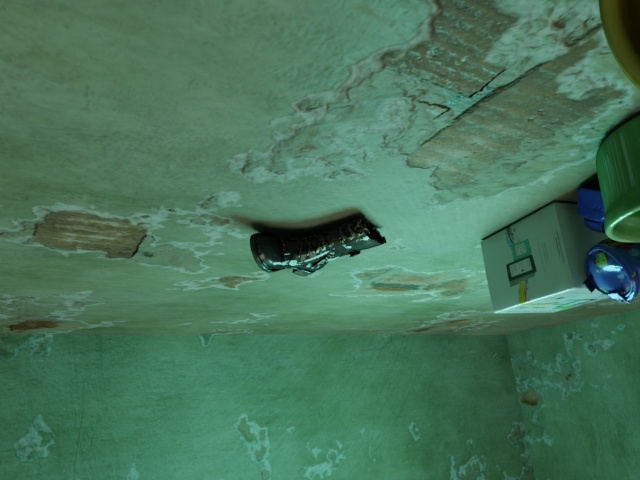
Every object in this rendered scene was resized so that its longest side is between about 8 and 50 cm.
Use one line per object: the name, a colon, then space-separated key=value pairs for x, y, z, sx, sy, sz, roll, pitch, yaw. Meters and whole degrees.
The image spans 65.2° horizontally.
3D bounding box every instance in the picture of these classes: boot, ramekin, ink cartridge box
boot: x=0.000 y=0.000 z=1.098 sx=0.229 sy=0.091 sz=0.263 roll=-22 pitch=159 yaw=29
ramekin: x=0.601 y=-0.114 z=0.790 sx=0.304 sy=0.148 sz=0.303 roll=-4 pitch=161 yaw=-1
ink cartridge box: x=0.557 y=0.053 z=1.196 sx=0.198 sy=0.197 sz=0.270 roll=2 pitch=161 yaw=-19

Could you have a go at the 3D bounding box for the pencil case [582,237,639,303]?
pencil case: x=0.681 y=0.023 z=0.992 sx=0.306 sy=0.133 sz=0.119 roll=-21 pitch=-176 yaw=-10

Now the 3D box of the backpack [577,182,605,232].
backpack: x=0.585 y=-0.069 z=0.987 sx=0.120 sy=0.101 sz=0.098 roll=-9 pitch=-162 yaw=-4

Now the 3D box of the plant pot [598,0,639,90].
plant pot: x=0.382 y=-0.199 z=0.373 sx=0.239 sy=0.253 sz=0.254 roll=-10 pitch=169 yaw=-43
